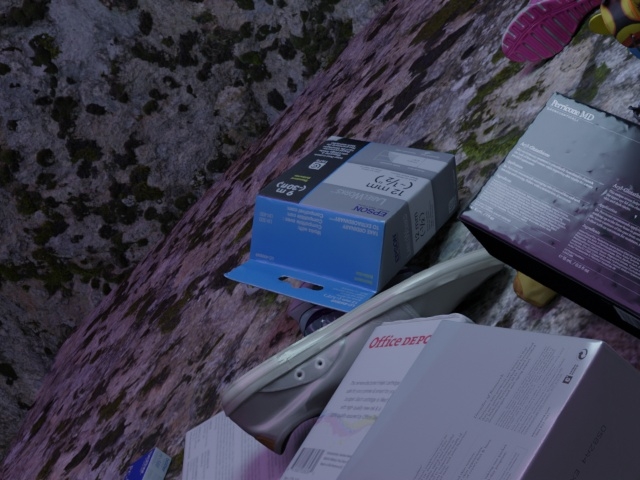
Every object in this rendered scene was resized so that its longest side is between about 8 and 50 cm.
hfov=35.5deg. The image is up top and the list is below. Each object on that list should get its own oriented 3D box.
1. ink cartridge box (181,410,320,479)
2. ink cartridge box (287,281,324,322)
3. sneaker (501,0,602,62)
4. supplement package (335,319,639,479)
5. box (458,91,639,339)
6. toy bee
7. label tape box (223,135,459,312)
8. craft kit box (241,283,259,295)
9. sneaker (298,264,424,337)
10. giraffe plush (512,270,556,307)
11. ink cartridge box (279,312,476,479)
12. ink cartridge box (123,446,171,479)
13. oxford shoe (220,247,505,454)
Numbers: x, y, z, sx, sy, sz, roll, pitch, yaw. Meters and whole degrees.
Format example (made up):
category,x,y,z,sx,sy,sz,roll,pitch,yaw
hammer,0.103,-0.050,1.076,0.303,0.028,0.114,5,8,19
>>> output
category,x,y,z,sx,sy,sz,roll,pitch,yaw
ink cartridge box,-0.037,0.309,1.535,0.385,0.091,0.308,-31,19,7
ink cartridge box,0.019,0.097,1.736,0.063,0.109,0.150,-34,22,41
sneaker,0.434,-0.424,1.833,0.252,0.103,0.111,-40,15,8
supplement package,0.185,0.212,0.881,0.199,0.198,0.262,-55,17,-13
box,0.308,-0.023,1.049,0.261,0.103,0.184,34,86,42
toy bee,0.467,-0.336,1.421,0.195,0.162,0.298,-38,20,30
label tape box,0.036,-0.039,1.620,0.249,0.115,0.347,13,35,32
craft kit box,0.000,0.000,1.909,0.246,0.061,0.250,-32,-5,42
sneaker,0.079,0.125,1.591,0.223,0.083,0.098,-28,52,11
giraffe plush,0.285,-0.046,1.238,0.210,0.170,0.181,-39,19,34
ink cartridge box,0.085,0.251,1.185,0.306,0.131,0.226,-55,16,-20
ink cartridge box,-0.365,0.512,1.956,0.097,0.046,0.207,-38,20,33
oxford shoe,0.076,0.154,1.402,0.449,0.130,0.169,-32,-12,-4
